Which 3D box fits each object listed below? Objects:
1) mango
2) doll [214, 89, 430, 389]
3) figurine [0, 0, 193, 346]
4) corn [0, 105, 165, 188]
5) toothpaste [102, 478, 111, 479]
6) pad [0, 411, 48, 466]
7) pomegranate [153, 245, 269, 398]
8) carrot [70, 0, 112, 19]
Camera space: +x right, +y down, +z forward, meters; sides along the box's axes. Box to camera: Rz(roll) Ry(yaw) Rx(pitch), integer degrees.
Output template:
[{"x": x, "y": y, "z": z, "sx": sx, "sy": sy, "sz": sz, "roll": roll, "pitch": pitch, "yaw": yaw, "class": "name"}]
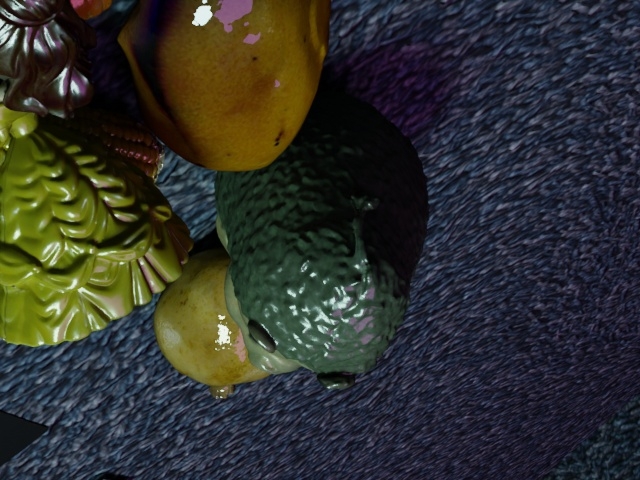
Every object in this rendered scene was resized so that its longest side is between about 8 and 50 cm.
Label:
[{"x": -0.084, "y": -0.179, "z": 1.093, "sx": 0.201, "sy": 0.153, "sz": 0.287, "roll": -13, "pitch": 144, "yaw": -13, "class": "mango"}, {"x": 0.000, "y": 0.000, "z": 1.251, "sx": 0.247, "sy": 0.349, "sz": 0.247, "roll": -2, "pitch": 123, "yaw": -3, "class": "doll"}, {"x": -0.229, "y": -0.096, "z": 0.966, "sx": 0.187, "sy": 0.168, "sz": 0.315, "roll": -24, "pitch": 123, "yaw": -16, "class": "figurine"}, {"x": -0.272, "y": -0.088, "z": 1.097, "sx": 0.293, "sy": 0.106, "sz": 0.106, "roll": 10, "pitch": 129, "yaw": -46, "class": "corn"}, {"x": -0.411, "y": 0.467, "z": 1.823, "sx": 0.056, "sy": 0.058, "sz": 0.314, "roll": 43, "pitch": 101, "yaw": -15, "class": "toothpaste"}, {"x": -0.469, "y": 0.258, "z": 1.503, "sx": 0.163, "sy": 0.004, "sz": 0.243, "roll": -37, "pitch": 150, "yaw": 6, "class": "pad"}, {"x": -0.110, "y": 0.100, "z": 1.451, "sx": 0.196, "sy": 0.196, "sz": 0.196, "roll": -24, "pitch": 149, "yaw": -16, "class": "pomegranate"}, {"x": -0.279, "y": -0.184, "z": 0.990, "sx": 0.256, "sy": 0.061, "sz": 0.061, "roll": -23, "pitch": 149, "yaw": -14, "class": "carrot"}]
